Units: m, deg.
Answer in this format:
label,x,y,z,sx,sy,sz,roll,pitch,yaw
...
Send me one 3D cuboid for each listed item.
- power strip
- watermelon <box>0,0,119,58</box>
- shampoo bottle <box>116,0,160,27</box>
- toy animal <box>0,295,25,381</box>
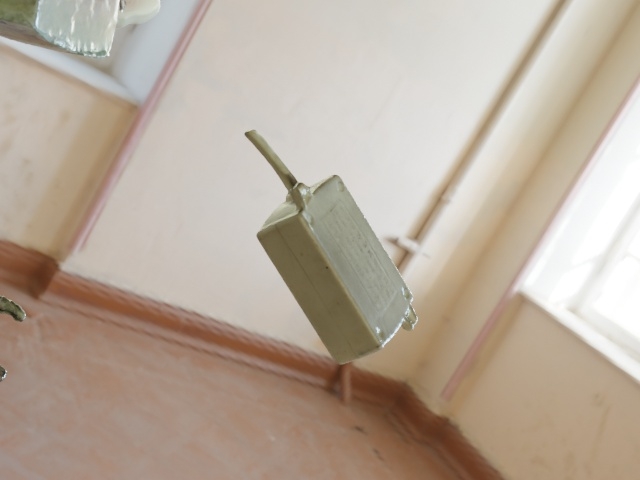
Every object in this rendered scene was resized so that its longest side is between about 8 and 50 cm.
label,x,y,z,sx,sy,sz,roll,pitch,yaw
power strip,0.000,0.000,0.668,0.175,0.042,0.075,58,32,-10
watermelon,-0.187,-0.259,0.627,0.140,0.256,0.193,22,6,15
shampoo bottle,-0.238,-0.238,0.987,0.152,0.077,0.045,-23,29,-26
toy animal,-0.284,0.021,0.721,0.082,0.137,0.270,10,-6,-43
